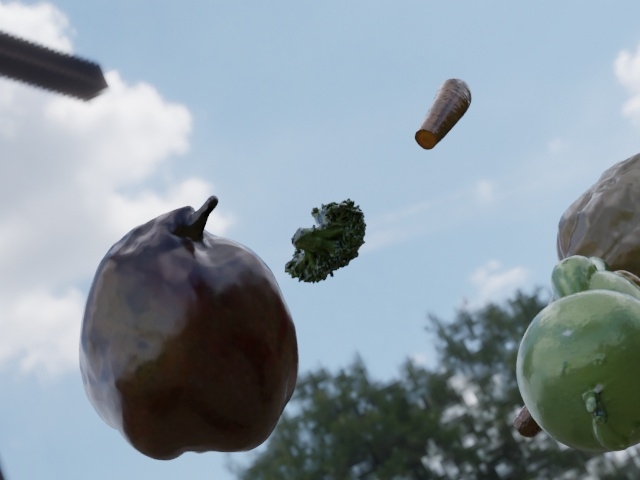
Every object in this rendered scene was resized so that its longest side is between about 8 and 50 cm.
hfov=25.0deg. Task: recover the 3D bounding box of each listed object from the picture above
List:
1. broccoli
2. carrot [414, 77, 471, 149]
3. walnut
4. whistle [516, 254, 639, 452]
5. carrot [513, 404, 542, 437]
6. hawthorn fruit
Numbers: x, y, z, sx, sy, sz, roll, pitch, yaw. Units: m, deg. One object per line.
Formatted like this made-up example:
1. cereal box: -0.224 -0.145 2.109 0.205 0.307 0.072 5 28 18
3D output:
1. broccoli: 0.000 0.000 1.599 0.092 0.095 0.097 13 -9 -40
2. carrot: 0.106 -0.109 1.231 0.032 0.032 0.093 -45 6 41
3. walnut: 0.367 -0.001 1.603 0.245 0.198 0.198 -41 -15 -21
4. whistle: 0.249 0.076 1.210 0.141 0.141 0.294 -41 5 34
5. carrot: 0.311 0.192 1.875 0.055 0.055 0.161 4 -54 -54
6. hawthorn fruit: -0.118 0.073 1.331 0.208 0.208 0.248 -10 -68 -38
